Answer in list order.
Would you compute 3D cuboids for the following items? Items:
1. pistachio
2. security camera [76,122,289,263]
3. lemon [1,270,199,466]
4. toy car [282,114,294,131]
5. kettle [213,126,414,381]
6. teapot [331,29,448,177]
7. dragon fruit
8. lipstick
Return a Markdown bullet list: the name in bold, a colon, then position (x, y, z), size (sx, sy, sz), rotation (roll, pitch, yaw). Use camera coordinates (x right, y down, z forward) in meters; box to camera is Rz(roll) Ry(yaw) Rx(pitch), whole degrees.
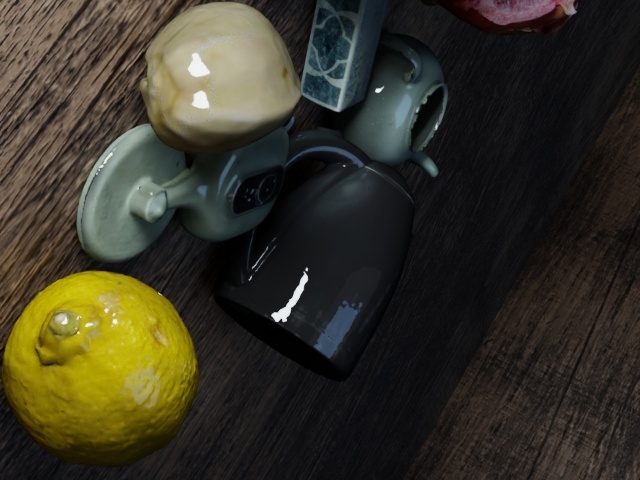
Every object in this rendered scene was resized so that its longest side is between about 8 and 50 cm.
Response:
- **pistachio**: position (-0.096, -0.161, 0.988), size (0.238, 0.153, 0.137), rotation (-80, -164, -65)
- **security camera**: position (-0.141, -0.056, 1.090), size (0.301, 0.080, 0.157), rotation (-24, 137, -54)
- **lemon**: position (-0.214, 0.128, 0.978), size (0.188, 0.188, 0.256), rotation (-53, 161, -24)
- **toy car**: position (-0.046, -0.163, 1.244), size (0.041, 0.025, 0.093), rotation (-44, 152, -37)
- **kettle**: position (0.000, 0.000, 1.325), size (0.268, 0.207, 0.290), rotation (41, 75, -32)
- **teapot**: position (0.105, -0.194, 1.411), size (0.193, 0.129, 0.294), rotation (-56, 158, -20)
- **dragon fruit**: position (0.239, -0.410, 1.336), size (0.291, 0.269, 0.250), rotation (-94, -176, -55)
- **lipstick**: position (0.042, -0.299, 1.216), size (0.076, 0.077, 0.289), rotation (-38, 148, -49)
